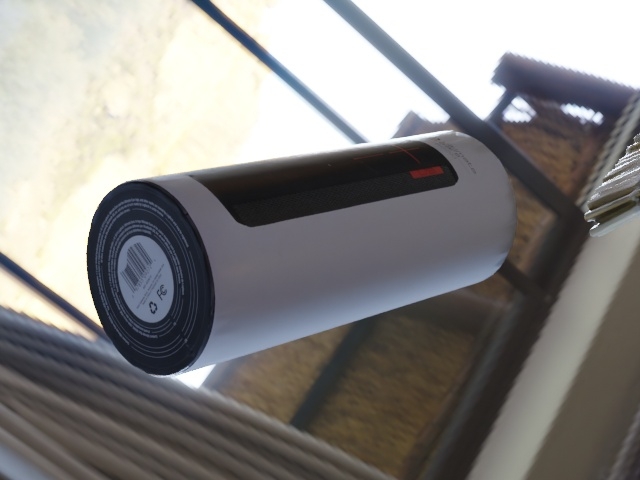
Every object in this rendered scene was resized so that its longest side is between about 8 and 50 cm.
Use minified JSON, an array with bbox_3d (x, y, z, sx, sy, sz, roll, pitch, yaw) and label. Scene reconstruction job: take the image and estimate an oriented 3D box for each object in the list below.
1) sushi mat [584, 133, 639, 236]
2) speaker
[{"bbox_3d":[0.241,-0.098,0.441,0.316,0.019,0.151,-30,-171,41],"label":"sushi mat"},{"bbox_3d":[0.000,0.000,0.368,0.136,0.055,0.055,-13,165,-45],"label":"speaker"}]
